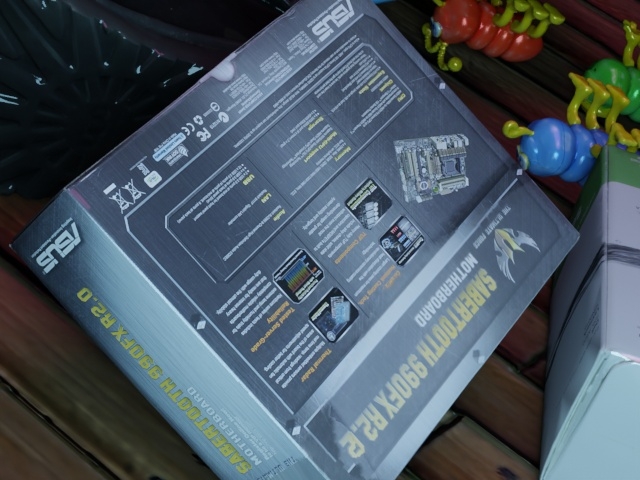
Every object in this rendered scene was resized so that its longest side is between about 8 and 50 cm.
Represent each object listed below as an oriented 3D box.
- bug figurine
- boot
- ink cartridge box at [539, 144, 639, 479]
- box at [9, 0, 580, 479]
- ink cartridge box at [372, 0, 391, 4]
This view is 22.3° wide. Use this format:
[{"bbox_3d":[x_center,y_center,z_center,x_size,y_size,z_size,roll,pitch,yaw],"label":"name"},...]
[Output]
[{"bbox_3d":[0.183,-0.090,1.080,0.216,0.072,0.279,15,27,-22],"label":"bug figurine"},{"bbox_3d":[-0.133,-0.143,0.908,0.348,0.131,0.260,17,37,-28],"label":"boot"},{"bbox_3d":[0.204,0.058,0.844,0.160,0.092,0.219,20,32,-1],"label":"ink cartridge box"},{"bbox_3d":[0.000,0.000,0.741,0.183,0.056,0.231,48,46,-5],"label":"box"},{"bbox_3d":[0.113,-0.296,1.111,0.270,0.198,0.197,-12,22,-9],"label":"ink cartridge box"}]
